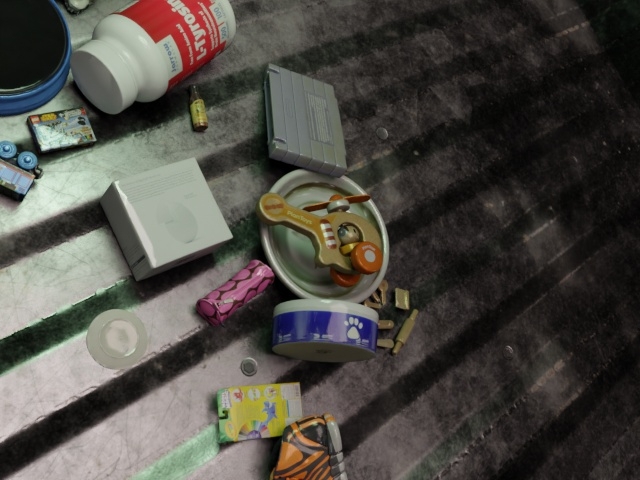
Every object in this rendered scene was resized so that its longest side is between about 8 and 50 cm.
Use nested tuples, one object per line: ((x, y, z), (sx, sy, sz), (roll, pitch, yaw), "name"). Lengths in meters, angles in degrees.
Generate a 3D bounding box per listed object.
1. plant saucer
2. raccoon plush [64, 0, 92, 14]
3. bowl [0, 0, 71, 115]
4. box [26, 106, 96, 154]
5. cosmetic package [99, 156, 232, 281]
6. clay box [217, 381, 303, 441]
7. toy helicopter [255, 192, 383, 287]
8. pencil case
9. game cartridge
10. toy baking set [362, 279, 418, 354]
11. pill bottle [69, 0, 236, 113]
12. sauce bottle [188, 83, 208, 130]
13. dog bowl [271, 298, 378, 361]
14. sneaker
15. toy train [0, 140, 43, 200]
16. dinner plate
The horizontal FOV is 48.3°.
((0.000, 0.000, 1.960), (0.401, 0.100, 0.400), (11, 66, -27), "plant saucer")
((-0.539, -0.746, 1.912), (0.216, 0.299, 0.446), (49, 21, 12), "raccoon plush")
((-0.782, -0.483, 1.680), (0.391, 0.077, 0.390), (11, 67, -28), "bowl")
((-0.624, -0.266, 1.723), (0.137, 0.027, 0.093), (-18, 84, -35), "box")
((-0.374, -0.053, 1.728), (0.224, 0.138, 0.224), (-22, 86, -35), "cosmetic package")
((-0.152, 0.417, 1.737), (0.222, 0.053, 0.127), (3, 73, -30), "clay box")
((0.002, -0.045, 1.838), (0.355, 0.140, 0.234), (23, 60, -20), "toy helicopter")
((-0.206, 0.127, 1.786), (0.095, 0.098, 0.209), (44, 53, 7), "pencil case")
((-0.046, -0.340, 2.032), (0.230, 0.068, 0.355), (18, 46, -28), "game cartridge")
((0.174, 0.226, 2.027), (0.197, 0.030, 0.256), (36, 57, -12), "toy baking set")
((-0.421, -0.497, 1.812), (0.229, 0.229, 0.407), (47, 55, -8), "pill bottle")
((-0.333, -0.360, 1.928), (0.042, 0.042, 0.128), (-7, 77, -33), "sauce bottle")
((0.011, 0.229, 1.779), (0.265, 0.265, 0.104), (14, 68, -26), "dog bowl")
((-0.029, 0.586, 1.723), (0.180, 0.124, 0.320), (-11, 89, -14), "sneaker")
((-0.720, -0.169, 1.599), (0.184, 0.080, 0.105), (28, 65, -20), "toy train")
((-0.464, 0.225, 1.643), (0.141, 0.017, 0.141), (11, 68, -28), "dinner plate")
